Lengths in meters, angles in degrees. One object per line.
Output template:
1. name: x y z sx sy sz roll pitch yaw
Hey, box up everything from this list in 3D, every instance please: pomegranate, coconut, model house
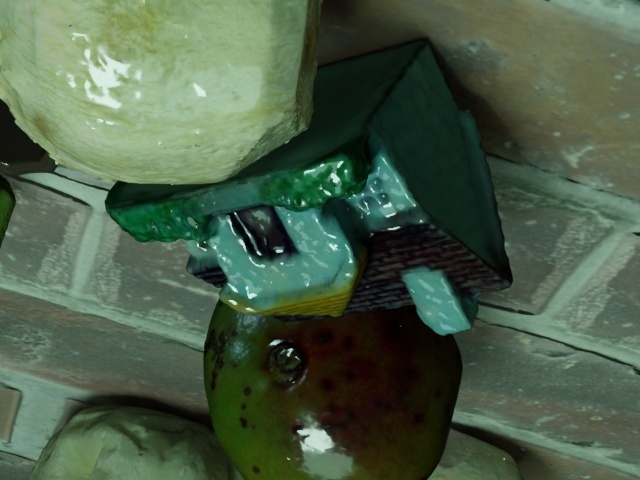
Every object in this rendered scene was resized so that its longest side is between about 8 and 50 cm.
1. pomegranate: 0.010 0.145 1.560 0.290 0.291 0.323 11 178 2
2. coconut: 0.138 0.349 1.847 0.230 0.227 0.227 23 145 -17
3. coconut: -0.122 -0.185 1.075 0.254 0.297 0.297 7 146 4
4. model house: 0.000 0.000 1.304 0.280 0.230 0.249 -11 117 33

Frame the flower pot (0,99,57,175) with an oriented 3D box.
1. flower pot: -0.339 -0.166 1.352 0.250 0.084 0.179 22 145 -16

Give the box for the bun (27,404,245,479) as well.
1. bun: -0.229 0.344 1.971 0.359 0.211 0.360 7 157 3

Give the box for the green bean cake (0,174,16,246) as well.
1. green bean cake: -0.428 -0.049 1.443 0.214 0.113 0.200 19 179 23
